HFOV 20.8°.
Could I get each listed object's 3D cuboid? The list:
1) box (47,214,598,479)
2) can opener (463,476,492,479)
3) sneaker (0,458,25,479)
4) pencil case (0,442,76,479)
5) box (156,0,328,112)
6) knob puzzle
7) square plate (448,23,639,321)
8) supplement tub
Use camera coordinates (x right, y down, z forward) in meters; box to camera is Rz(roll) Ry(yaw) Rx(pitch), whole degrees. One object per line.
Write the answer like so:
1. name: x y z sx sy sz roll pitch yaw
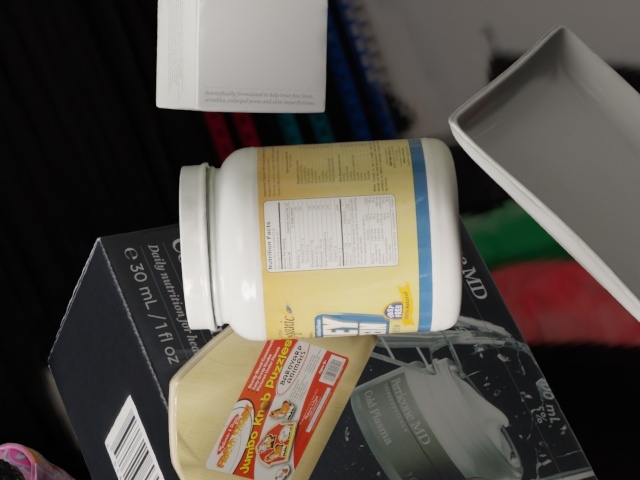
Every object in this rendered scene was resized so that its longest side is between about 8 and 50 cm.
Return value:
1. box: -0.005 0.223 2.058 0.471 0.480 0.297 -10 151 -30
2. can opener: 0.111 0.314 1.291 0.074 0.280 0.093 -13 -169 -27
3. sneaker: -0.477 0.317 2.056 0.271 0.100 0.108 -12 180 -29
4. pencil case: -0.337 0.369 2.287 0.124 0.284 0.124 -17 -126 24
5. box: -0.095 -0.247 2.122 0.181 0.182 0.119 0 -176 -29
6. knob puzzle: -0.056 0.127 1.391 0.213 0.213 0.030 -31 -139 -30
7. square plate: 0.327 -0.068 1.986 0.049 0.347 0.344 -48 176 37
8. supplement tub: 0.000 0.000 1.287 0.199 0.144 0.144 -3 -159 0
